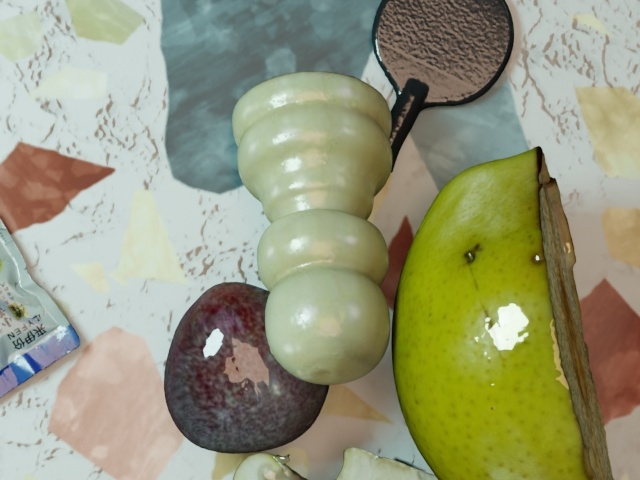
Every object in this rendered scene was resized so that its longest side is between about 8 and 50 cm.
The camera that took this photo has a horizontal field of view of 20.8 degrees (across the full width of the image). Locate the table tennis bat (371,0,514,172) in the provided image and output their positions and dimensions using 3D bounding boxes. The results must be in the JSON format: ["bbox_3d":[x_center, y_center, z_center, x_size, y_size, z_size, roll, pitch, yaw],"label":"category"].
[{"bbox_3d":[0.113,-0.183,1.846,0.150,0.027,0.236,27,84,-3],"label":"table tennis bat"}]

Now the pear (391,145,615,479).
[{"bbox_3d":[0.165,0.115,1.692,0.191,0.340,0.386,-13,66,11],"label":"pear"}]

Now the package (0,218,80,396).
[{"bbox_3d":[-0.361,0.082,1.795,0.171,0.027,0.173,-34,87,-5],"label":"package"}]

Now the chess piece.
[{"bbox_3d":[0.000,0.000,1.705,0.167,0.167,0.299,-2,61,-4],"label":"chess piece"}]

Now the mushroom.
[{"bbox_3d":[0.043,0.309,1.755,0.286,0.151,0.156,20,64,7],"label":"mushroom"}]

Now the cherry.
[{"bbox_3d":[-0.072,0.132,1.752,0.176,0.140,0.176,-2,117,-4],"label":"cherry"}]
